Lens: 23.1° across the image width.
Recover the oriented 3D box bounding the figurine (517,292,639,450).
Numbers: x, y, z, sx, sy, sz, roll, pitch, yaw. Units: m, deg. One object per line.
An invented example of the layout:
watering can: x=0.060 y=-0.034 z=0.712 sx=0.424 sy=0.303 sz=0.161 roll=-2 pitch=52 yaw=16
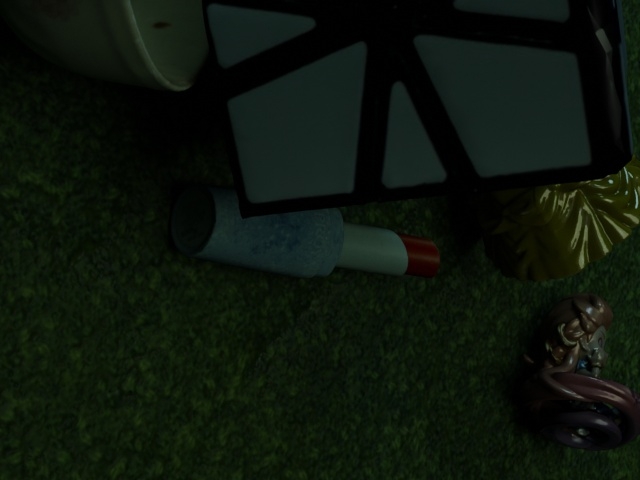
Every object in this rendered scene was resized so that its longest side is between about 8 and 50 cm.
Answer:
figurine: x=0.244 y=0.127 z=1.520 sx=0.126 sy=0.114 sz=0.157 roll=57 pitch=16 yaw=-65

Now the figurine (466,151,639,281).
figurine: x=0.162 y=-0.142 z=1.385 sx=0.187 sy=0.168 sz=0.315 roll=-47 pitch=120 yaw=-31

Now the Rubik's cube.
Rubik's cube: x=0.075 y=-0.202 z=1.144 sx=0.283 sy=0.288 sz=0.293 roll=-65 pitch=145 yaw=-64

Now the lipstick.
lipstick: x=0.000 y=0.000 z=1.307 sx=0.274 sy=0.061 sz=0.068 roll=9 pitch=90 yaw=-42

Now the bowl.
bowl: x=-0.162 y=-0.238 z=1.066 sx=0.277 sy=0.145 sz=0.277 roll=1 pitch=90 yaw=-77
